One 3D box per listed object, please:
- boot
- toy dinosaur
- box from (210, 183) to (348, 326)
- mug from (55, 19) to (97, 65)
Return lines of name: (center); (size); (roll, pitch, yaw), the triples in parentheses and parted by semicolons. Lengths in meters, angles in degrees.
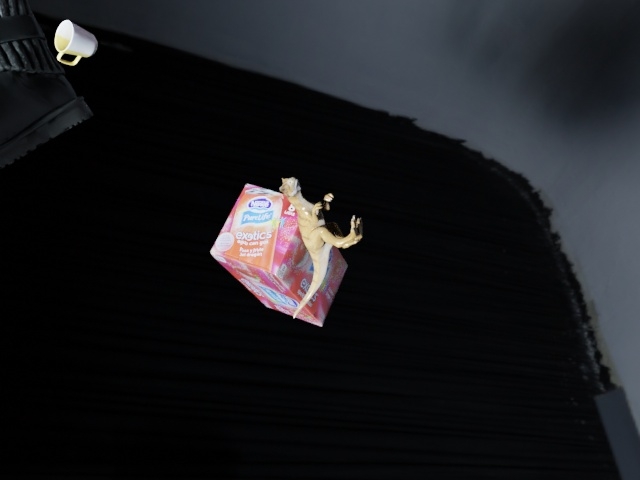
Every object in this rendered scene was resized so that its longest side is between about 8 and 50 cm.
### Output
boot: (-0.512, -0.227, 0.833); (0.260, 0.131, 0.348); (65, -146, -23)
toy dinosaur: (0.000, 0.000, 0.817); (0.064, 0.112, 0.212); (-70, -29, -60)
box: (-0.056, 0.032, 0.985); (0.128, 0.122, 0.257); (-66, -25, -18)
mug: (-0.483, -0.390, 1.178); (0.078, 0.064, 0.062); (-16, 77, 34)
